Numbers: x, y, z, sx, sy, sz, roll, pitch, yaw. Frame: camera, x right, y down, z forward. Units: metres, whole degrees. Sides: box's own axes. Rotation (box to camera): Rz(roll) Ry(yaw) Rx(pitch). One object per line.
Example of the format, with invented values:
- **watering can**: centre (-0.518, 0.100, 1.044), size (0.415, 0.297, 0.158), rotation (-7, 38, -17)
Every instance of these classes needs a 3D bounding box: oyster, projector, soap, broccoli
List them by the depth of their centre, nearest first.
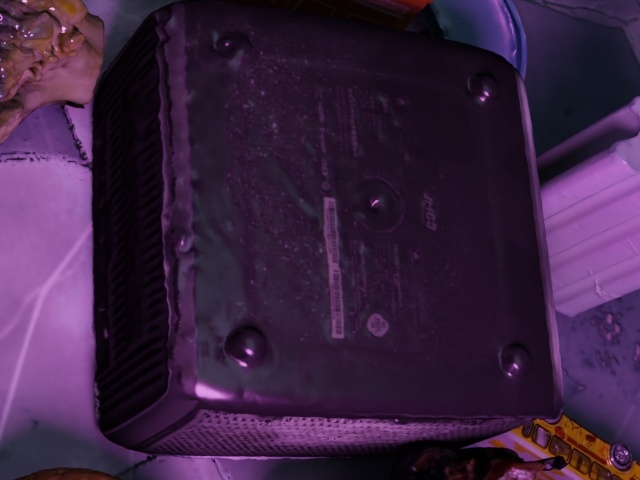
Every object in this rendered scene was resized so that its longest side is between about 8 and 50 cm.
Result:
- **oyster**: centre (0.050, 0.263, 1.160), size (0.361, 0.221, 0.096), rotation (-23, 73, -36)
- **broccoli**: centre (-0.285, -0.186, 1.168), size (0.245, 0.288, 0.248), rotation (9, 28, -42)
- **projector**: centre (0.000, 0.000, 1.222), size (0.405, 0.242, 0.395), rotation (6, 70, -26)
- **soap**: centre (0.301, -0.028, 1.371), size (0.173, 0.289, 0.095), rotation (34, 61, -13)

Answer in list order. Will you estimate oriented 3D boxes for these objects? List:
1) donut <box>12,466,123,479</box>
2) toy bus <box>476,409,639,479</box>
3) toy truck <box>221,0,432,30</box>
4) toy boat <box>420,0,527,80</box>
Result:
- **donut**: centre (-0.175, 0.297, 1.031), size (0.261, 0.208, 0.128), rotation (42, 26, -16)
- **toy bus**: centre (0.264, 0.233, 1.381), size (0.226, 0.081, 0.074), rotation (35, 63, -17)
- **toy truck**: centre (-0.063, -0.340, 1.339), size (0.387, 0.207, 0.173), rotation (17, 56, -18)
- **toy boat**: centre (0.174, -0.265, 1.517), size (0.109, 0.098, 0.238), rotation (-30, 99, 3)
